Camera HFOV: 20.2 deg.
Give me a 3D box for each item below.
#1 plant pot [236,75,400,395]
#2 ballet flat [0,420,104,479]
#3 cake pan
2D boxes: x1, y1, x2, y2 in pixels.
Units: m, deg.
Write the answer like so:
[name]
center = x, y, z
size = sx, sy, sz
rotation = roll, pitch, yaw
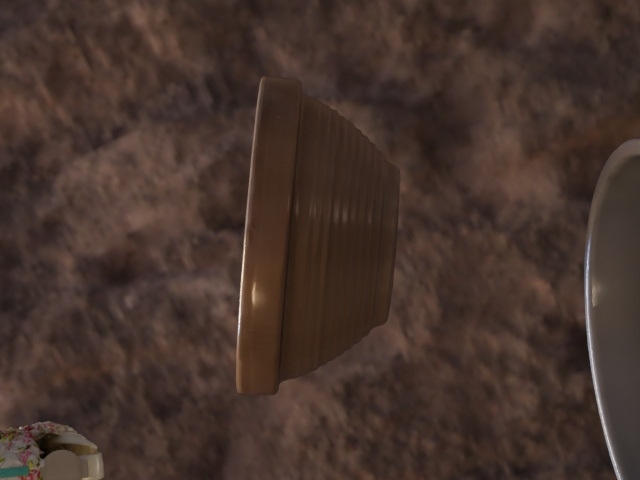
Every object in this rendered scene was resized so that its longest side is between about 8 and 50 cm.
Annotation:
[plant pot]
center = 0.000, 0.000, 1.329
size = 0.109, 0.237, 0.237
rotation = 5, -137, 1
[ballet flat]
center = -0.212, 0.183, 1.396
size = 0.077, 0.091, 0.241
rotation = -8, 177, 9
[cake pan]
center = 0.242, 0.077, 1.154
size = 0.054, 0.293, 0.293
rotation = -8, -142, -10
